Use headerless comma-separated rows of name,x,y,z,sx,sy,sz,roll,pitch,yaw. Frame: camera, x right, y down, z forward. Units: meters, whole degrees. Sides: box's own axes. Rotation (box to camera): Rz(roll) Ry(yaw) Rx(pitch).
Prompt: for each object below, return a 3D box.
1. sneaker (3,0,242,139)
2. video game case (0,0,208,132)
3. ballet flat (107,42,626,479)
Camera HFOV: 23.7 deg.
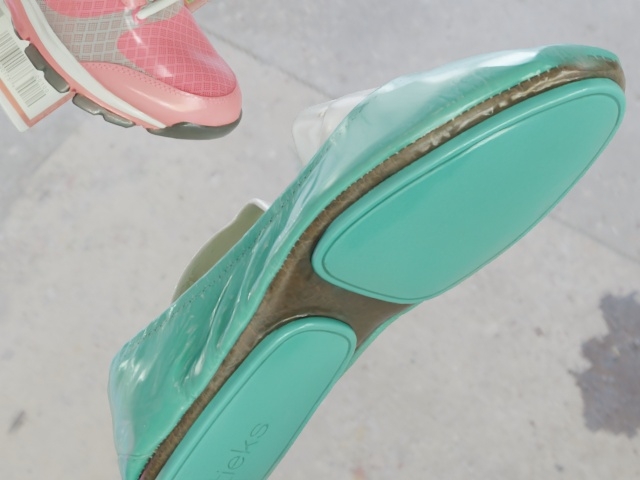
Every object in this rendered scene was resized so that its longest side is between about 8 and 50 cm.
sneaker,-0.149,-0.199,0.977,0.136,0.314,0.116,-41,4,30
video game case,-0.164,-0.240,1.135,0.285,0.204,0.025,-37,32,-9
ballet flat,0.000,0.000,0.554,0.247,0.083,0.087,-47,50,22
